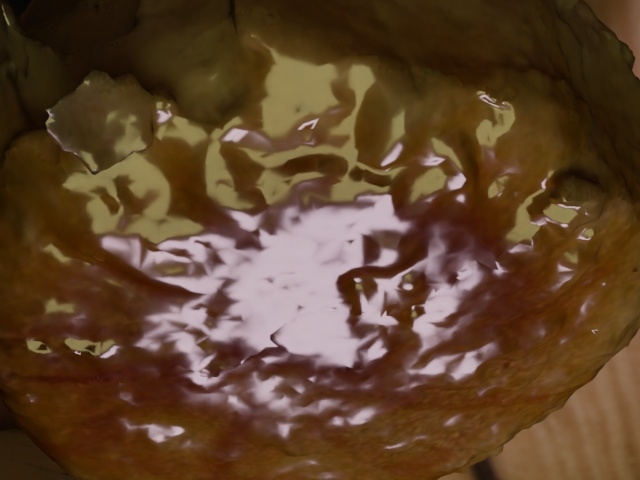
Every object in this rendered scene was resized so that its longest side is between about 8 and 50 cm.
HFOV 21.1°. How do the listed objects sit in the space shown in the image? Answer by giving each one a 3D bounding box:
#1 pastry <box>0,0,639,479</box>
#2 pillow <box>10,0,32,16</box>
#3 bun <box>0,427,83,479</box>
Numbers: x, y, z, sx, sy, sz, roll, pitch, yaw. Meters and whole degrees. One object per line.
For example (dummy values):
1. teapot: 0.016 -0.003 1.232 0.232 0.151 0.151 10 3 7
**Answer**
1. pastry: 0.000 0.000 0.720 0.329 0.136 0.330 -4 137 -4
2. pillow: -0.038 -0.077 0.758 0.255 0.034 0.189 12 133 -17
3. bun: -0.157 0.182 0.948 0.231 0.133 0.231 11 157 5
